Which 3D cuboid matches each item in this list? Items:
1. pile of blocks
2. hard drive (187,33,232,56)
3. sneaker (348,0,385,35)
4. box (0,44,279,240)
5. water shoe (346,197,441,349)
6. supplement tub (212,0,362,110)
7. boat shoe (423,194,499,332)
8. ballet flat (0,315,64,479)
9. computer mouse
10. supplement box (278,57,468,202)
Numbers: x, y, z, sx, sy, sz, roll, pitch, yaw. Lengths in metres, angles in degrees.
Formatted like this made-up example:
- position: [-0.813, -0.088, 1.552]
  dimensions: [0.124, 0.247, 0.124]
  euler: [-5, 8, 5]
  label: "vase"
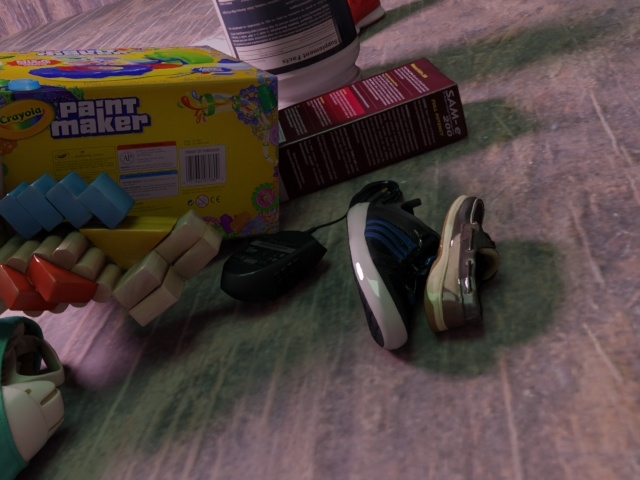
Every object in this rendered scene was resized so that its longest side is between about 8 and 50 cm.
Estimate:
- position: [-0.273, 0.007, 0.666]
  dimensions: [0.362, 0.148, 0.112]
  euler: [-4, 20, 0]
  label: "pile of blocks"
- position: [-0.310, -0.311, 1.502]
  dimensions: [0.353, 0.047, 0.233]
  euler: [-29, 29, -19]
  label: "hard drive"
- position: [0.035, -0.447, 1.441]
  dimensions: [0.087, 0.128, 0.221]
  euler: [0, 32, 34]
  label: "sneaker"
- position: [-0.229, -0.114, 0.876]
  dimensions: [0.290, 0.177, 0.279]
  euler: [-8, 23, -22]
  label: "box"
- position: [0.068, 0.013, 0.656]
  dimensions: [0.080, 0.072, 0.203]
  euler: [-14, 29, 5]
  label: "water shoe"
- position: [-0.052, -0.332, 1.136]
  dimensions: [0.191, 0.272, 0.191]
  euler: [-15, 28, 8]
  label: "supplement tub"
- position: [0.124, 0.018, 0.639]
  dimensions: [0.049, 0.056, 0.152]
  euler: [0, 43, 23]
  label: "boat shoe"
- position: [-0.261, 0.130, 0.648]
  dimensions: [0.087, 0.083, 0.247]
  euler: [-17, 27, -13]
  label: "ballet flat"
- position: [0.000, 0.000, 0.770]
  dimensions: [0.242, 0.041, 0.071]
  euler: [-30, 27, -33]
  label: "computer mouse"
- position: [0.044, -0.139, 0.943]
  dimensions: [0.240, 0.073, 0.130]
  euler: [-20, 29, 1]
  label: "supplement box"
